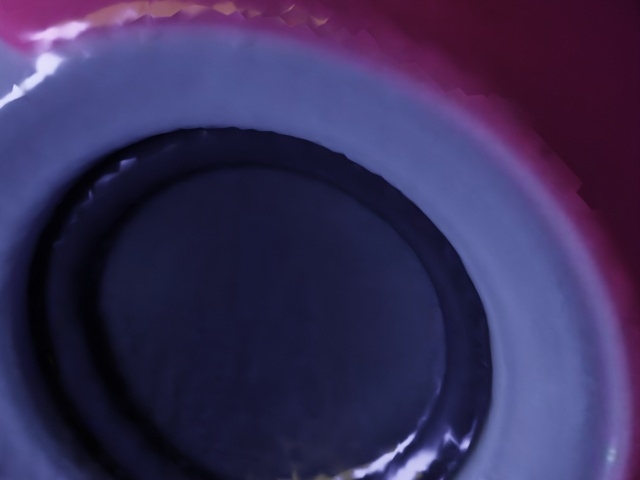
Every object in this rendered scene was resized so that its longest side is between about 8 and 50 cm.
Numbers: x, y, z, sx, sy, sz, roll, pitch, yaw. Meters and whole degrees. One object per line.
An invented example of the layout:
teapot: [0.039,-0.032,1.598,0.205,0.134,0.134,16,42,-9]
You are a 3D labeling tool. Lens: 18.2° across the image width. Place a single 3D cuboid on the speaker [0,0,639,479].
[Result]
speaker: [0.000,0.000,0.657,0.294,0.294,0.294,6,99,42]
